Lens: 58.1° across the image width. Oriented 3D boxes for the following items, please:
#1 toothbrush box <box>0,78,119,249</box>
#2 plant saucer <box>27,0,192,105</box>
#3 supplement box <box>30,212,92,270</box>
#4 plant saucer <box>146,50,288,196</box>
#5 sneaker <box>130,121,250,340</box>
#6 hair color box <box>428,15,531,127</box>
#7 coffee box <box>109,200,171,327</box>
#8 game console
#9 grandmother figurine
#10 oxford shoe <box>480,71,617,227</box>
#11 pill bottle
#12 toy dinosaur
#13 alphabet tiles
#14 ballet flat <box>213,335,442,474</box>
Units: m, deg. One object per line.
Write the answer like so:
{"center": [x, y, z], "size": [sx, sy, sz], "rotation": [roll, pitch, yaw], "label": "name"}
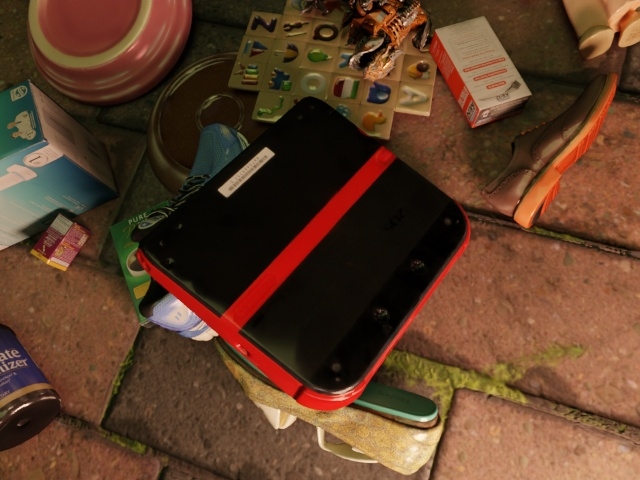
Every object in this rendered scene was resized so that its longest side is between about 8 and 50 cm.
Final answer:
{"center": [-0.530, -0.102, 0.953], "size": [0.296, 0.216, 0.126], "rotation": [-25, 69, 4], "label": "toothbrush box"}
{"center": [-0.409, -0.422, 1.073], "size": [0.333, 0.084, 0.331], "rotation": [-2, 82, 12], "label": "plant saucer"}
{"center": [-0.444, 0.003, 0.988], "size": [0.043, 0.055, 0.083], "rotation": [29, 79, 18], "label": "supplement box"}
{"center": [-0.169, -0.209, 1.006], "size": [0.311, 0.050, 0.310], "rotation": [-3, 71, 9], "label": "plant saucer"}
{"center": [-0.184, -0.028, 0.840], "size": [0.130, 0.147, 0.329], "rotation": [-11, 66, 47], "label": "sneaker"}
{"center": [0.255, -0.274, 0.932], "size": [0.093, 0.053, 0.167], "rotation": [-18, 68, -9], "label": "hair color box"}
{"center": [-0.267, 0.037, 0.950], "size": [0.113, 0.040, 0.184], "rotation": [-26, 70, 1], "label": "coffee box"}
{"center": [0.000, 0.000, 0.808], "size": [0.342, 0.060, 0.386], "rotation": [38, 61, 8], "label": "game console"}
{"center": [0.430, -0.476, 0.948], "size": [0.208, 0.104, 0.342], "rotation": [-16, 73, -3], "label": "grandmother figurine"}
{"center": [0.346, -0.153, 0.864], "size": [0.098, 0.097, 0.271], "rotation": [34, 82, 25], "label": "oxford shoe"}
{"center": [-0.517, 0.208, 0.901], "size": [0.123, 0.123, 0.219], "rotation": [-45, 70, -5], "label": "pill bottle"}
{"center": [0.090, -0.418, 0.972], "size": [0.219, 0.164, 0.321], "rotation": [19, 50, -5], "label": "toy dinosaur"}
{"center": [0.027, -0.308, 0.987], "size": [0.343, 0.011, 0.285], "rotation": [9, 67, 7], "label": "alphabet tiles"}
{"center": [-0.008, 0.228, 0.809], "size": [0.349, 0.123, 0.123], "rotation": [18, 77, 17], "label": "ballet flat"}
